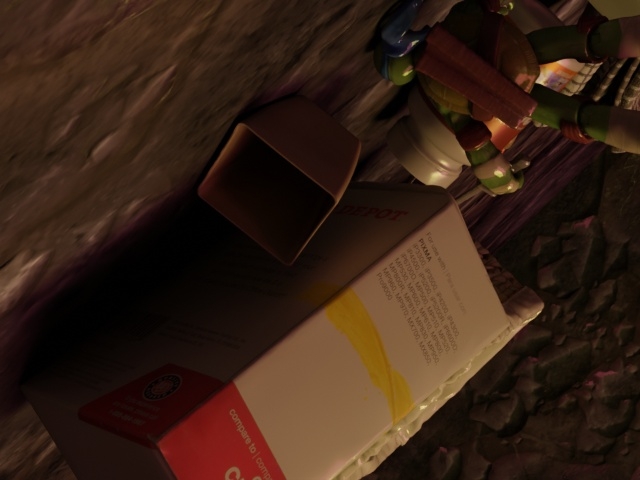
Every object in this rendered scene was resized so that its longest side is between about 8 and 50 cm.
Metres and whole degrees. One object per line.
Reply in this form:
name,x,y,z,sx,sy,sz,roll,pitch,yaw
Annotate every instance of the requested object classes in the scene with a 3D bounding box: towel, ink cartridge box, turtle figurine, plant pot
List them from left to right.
ink cartridge box,-0.050,0.111,1.498,0.384,0.160,0.279,-38,-156,-25
plant pot,-0.026,-0.065,1.378,0.096,0.109,0.109,-50,178,-43
turtle figurine,0.199,-0.151,1.475,0.275,0.266,0.198,70,33,-53
towel,0.378,-0.262,1.799,0.284,0.121,0.235,-59,178,-38

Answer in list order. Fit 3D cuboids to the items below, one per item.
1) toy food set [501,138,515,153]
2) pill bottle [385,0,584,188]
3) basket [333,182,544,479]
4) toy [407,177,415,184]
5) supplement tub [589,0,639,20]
toy food set,0.202,-0.180,1.873,0.111,0.104,0.232,-62,180,26
pill bottle,0.174,-0.160,1.677,0.216,0.121,0.121,-47,169,24
basket,0.077,0.128,2.107,0.331,0.266,0.328,-46,170,23
toy,0.000,0.000,1.853,0.237,0.056,0.137,-41,-173,37
supplement tub,0.376,-0.336,1.504,0.272,0.191,0.191,-42,170,0
